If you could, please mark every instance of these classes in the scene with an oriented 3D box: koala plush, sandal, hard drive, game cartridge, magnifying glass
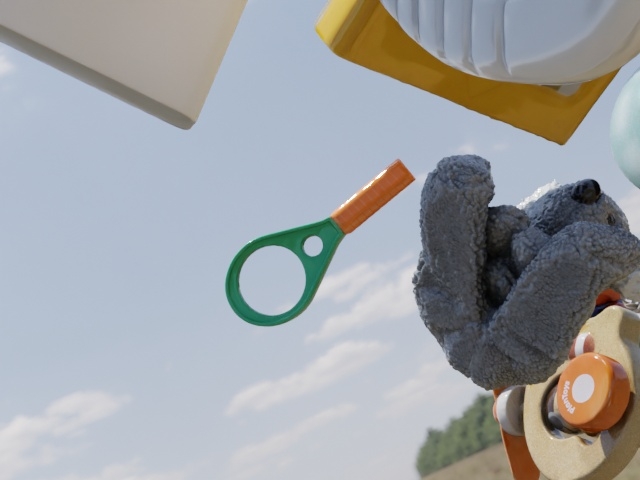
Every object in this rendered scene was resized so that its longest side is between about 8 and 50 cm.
[{"bbox_3d":[0.212,0.016,1.071,0.221,0.196,0.203,-28,-41,-45],"label":"koala plush"},{"bbox_3d":[0.073,-0.206,0.618,0.102,0.416,0.169,0,-63,-28],"label":"sandal"},{"bbox_3d":[-0.163,-0.311,1.102,0.233,0.353,0.047,25,-19,-15],"label":"hard drive"},{"bbox_3d":[0.189,-0.243,0.887,0.285,0.052,0.323,14,-59,-39],"label":"game cartridge"},{"bbox_3d":[0.000,0.000,1.178,0.231,0.092,0.026,-40,-13,7],"label":"magnifying glass"}]

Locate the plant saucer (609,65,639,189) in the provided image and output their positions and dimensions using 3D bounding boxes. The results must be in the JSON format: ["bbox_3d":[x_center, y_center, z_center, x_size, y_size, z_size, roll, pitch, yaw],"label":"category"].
[{"bbox_3d":[0.359,-0.127,1.072,0.195,0.195,0.037,-29,-38,18],"label":"plant saucer"}]

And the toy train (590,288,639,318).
[{"bbox_3d":[0.395,0.040,1.588,0.248,0.105,0.143,-9,-55,-29],"label":"toy train"}]

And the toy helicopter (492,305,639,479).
[{"bbox_3d":[0.278,0.133,1.361,0.140,0.355,0.235,20,-48,-28],"label":"toy helicopter"}]
